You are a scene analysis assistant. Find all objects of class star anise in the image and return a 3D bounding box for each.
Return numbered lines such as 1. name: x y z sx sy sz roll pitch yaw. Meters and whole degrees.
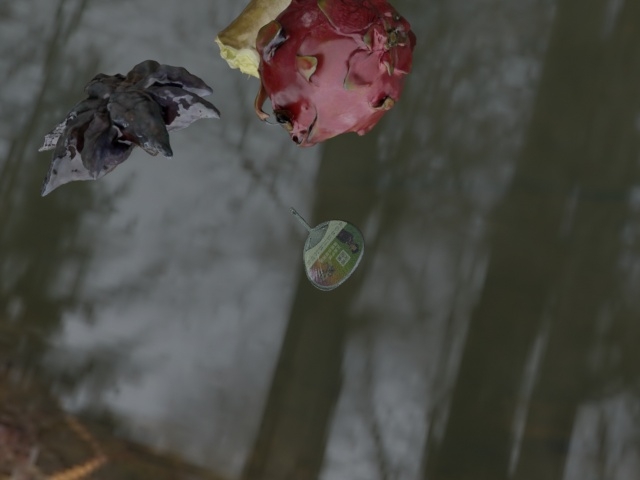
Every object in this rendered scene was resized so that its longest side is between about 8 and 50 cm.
1. star anise: -0.178 -0.104 1.617 0.180 0.204 0.061 -26 115 11

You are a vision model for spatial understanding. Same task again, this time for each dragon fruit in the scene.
1. dragon fruit: 0.007 -0.148 1.544 0.136 0.133 0.166 -5 148 -23

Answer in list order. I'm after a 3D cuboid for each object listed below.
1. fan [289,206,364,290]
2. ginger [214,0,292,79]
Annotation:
1. fan: 0.008 0.000 1.536 0.060 0.080 0.003 -23 164 25
2. ginger: 0.025 -0.347 2.056 0.375 0.236 0.166 -26 135 30
